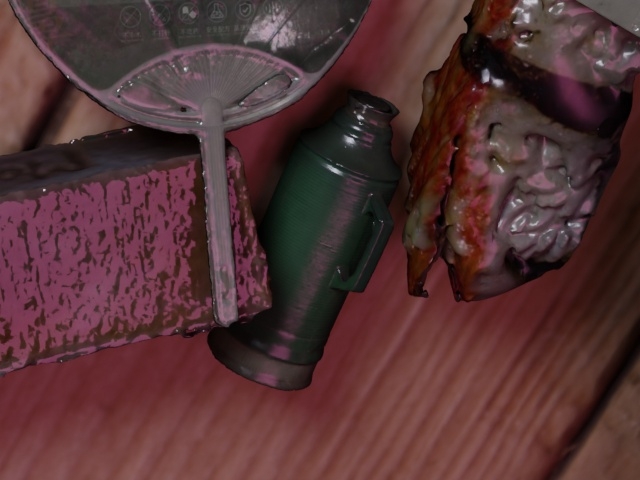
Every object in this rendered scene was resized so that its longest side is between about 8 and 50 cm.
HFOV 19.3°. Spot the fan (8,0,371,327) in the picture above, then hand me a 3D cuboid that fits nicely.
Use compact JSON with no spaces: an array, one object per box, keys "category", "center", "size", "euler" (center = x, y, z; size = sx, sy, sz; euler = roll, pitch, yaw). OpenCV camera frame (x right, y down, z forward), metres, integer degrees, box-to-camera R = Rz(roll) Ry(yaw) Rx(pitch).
[{"category":"fan","center":[-0.088,-0.126,1.041],"size":[0.223,0.012,0.294],"euler":[24,87,-22]}]

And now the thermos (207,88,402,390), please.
[{"category":"thermos","center":[-0.004,-0.002,1.168],"size":[0.073,0.083,0.188],"euler":[21,109,-9]}]

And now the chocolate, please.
[{"category":"chocolate","center":[-0.194,0.012,1.079],"size":[0.321,0.112,0.112],"euler":[-13,116,-17]}]

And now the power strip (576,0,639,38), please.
[{"category":"power strip","center":[0.148,-0.157,1.043],"size":[0.136,0.019,0.051],"euler":[30,102,4]}]

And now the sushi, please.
[{"category":"sushi","center":[0.143,-0.108,1.144],"size":[0.130,0.124,0.332],"euler":[13,116,-13]}]
